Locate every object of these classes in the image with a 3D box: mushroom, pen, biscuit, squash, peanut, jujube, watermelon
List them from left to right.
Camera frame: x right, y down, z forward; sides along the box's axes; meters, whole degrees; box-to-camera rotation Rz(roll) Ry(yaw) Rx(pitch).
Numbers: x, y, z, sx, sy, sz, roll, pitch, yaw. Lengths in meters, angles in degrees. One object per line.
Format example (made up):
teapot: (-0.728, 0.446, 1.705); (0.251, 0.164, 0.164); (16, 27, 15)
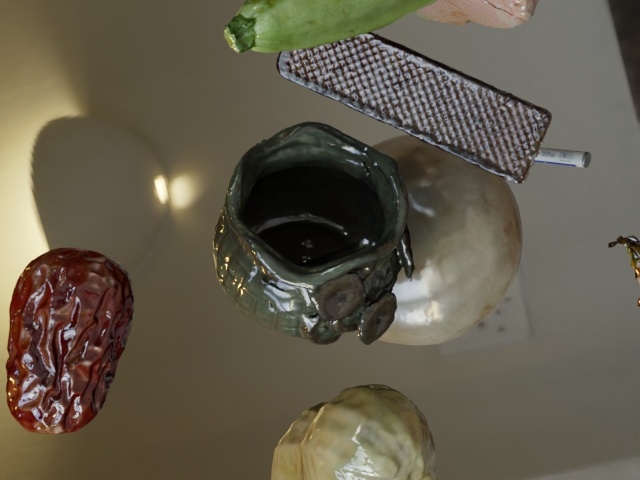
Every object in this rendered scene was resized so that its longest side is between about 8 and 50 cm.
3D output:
jujube: (-0.314, 0.124, 1.406); (0.155, 0.155, 0.230); (16, -99, -72)
squash: (0.028, -0.296, 1.354); (0.371, 0.118, 0.118); (-30, -69, -29)
peanut: (0.027, 0.207, 1.054); (0.290, 0.130, 0.130); (138, 122, -69)
biscuit: (0.127, -0.206, 1.571); (0.073, 0.388, 0.107); (-51, -15, -75)
mushroom: (0.172, 0.002, 1.916); (0.294, 0.362, 0.362); (19, -123, -58)
watermelon: (0.260, -0.506, 1.800); (0.222, 0.292, 0.319); (-56, -39, -15)
pen: (0.320, -0.133, 1.745); (0.025, 0.204, 0.025); (-14, -72, -48)

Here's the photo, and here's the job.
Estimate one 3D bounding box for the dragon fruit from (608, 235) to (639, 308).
dragon fruit: (0.542, 0.081, 1.754); (0.246, 0.125, 0.125); (52, 171, 21)

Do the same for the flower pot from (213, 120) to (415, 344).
flower pot: (0.000, 0.000, 1.626); (0.213, 0.302, 0.301); (100, 169, -56)
